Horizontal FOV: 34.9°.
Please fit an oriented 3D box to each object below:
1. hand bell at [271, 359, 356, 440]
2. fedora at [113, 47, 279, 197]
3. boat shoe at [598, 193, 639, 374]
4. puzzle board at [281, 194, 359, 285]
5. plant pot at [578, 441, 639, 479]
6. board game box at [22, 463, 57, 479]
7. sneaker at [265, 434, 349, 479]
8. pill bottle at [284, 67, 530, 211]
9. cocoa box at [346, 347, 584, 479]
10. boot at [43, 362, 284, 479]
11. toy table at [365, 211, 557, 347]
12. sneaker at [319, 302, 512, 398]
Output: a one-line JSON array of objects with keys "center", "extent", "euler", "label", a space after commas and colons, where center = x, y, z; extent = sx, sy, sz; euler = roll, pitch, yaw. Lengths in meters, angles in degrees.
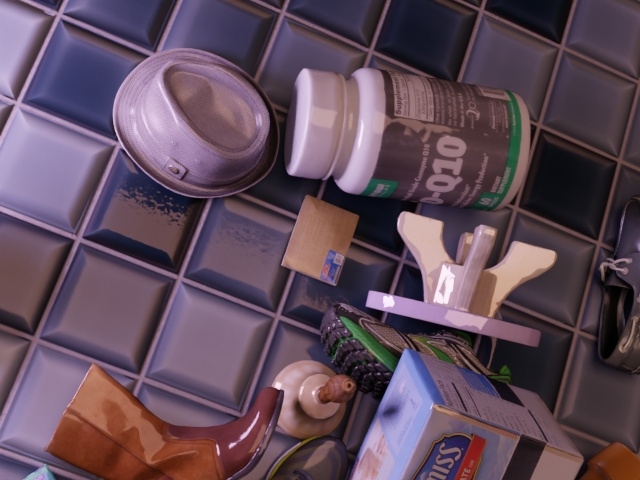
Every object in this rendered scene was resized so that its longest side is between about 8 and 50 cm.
[{"center": [0.012, 0.223, 1.490], "extent": [0.126, 0.242, 0.126], "euler": [4, 75, -15], "label": "hand bell"}, {"center": [-0.185, -0.200, 1.601], "extent": [0.275, 0.124, 0.244], "euler": [44, 70, -2], "label": "fedora"}, {"center": [0.530, 0.068, 1.736], "extent": [0.099, 0.116, 0.319], "euler": [8, 80, -17], "label": "boat shoe"}, {"center": [0.000, 0.000, 1.663], "extent": [0.096, 0.011, 0.128], "euler": [22, 73, -10], "label": "puzzle board"}, {"center": [0.447, 0.452, 1.590], "extent": [0.188, 0.205, 0.205], "euler": [-33, 87, -4], "label": "plant pot"}, {"center": [-0.397, 0.447, 1.429], "extent": [0.160, 0.047, 0.210], "euler": [-33, 87, -19], "label": "board game box"}, {"center": [-0.058, 0.410, 1.488], "extent": [0.111, 0.121, 0.300], "euler": [43, 72, -4], "label": "sneaker"}, {"center": [0.134, -0.165, 1.638], "extent": [0.361, 0.204, 0.204], "euler": [7, 75, -13], "label": "pill bottle"}, {"center": [0.169, 0.371, 1.440], "extent": [0.228, 0.231, 0.347], "euler": [21, 100, -9], "label": "cocoa box"}, {"center": [-0.222, 0.268, 1.499], "extent": [0.280, 0.096, 0.264], "euler": [35, 90, 0], "label": "boot"}, {"center": [0.225, 0.060, 1.600], "extent": [0.274, 0.252, 0.161], "euler": [15, 87, -9], "label": "toy table"}, {"center": [0.151, 0.192, 1.610], "extent": [0.343, 0.134, 0.146], "euler": [31, 64, -15], "label": "sneaker"}]
